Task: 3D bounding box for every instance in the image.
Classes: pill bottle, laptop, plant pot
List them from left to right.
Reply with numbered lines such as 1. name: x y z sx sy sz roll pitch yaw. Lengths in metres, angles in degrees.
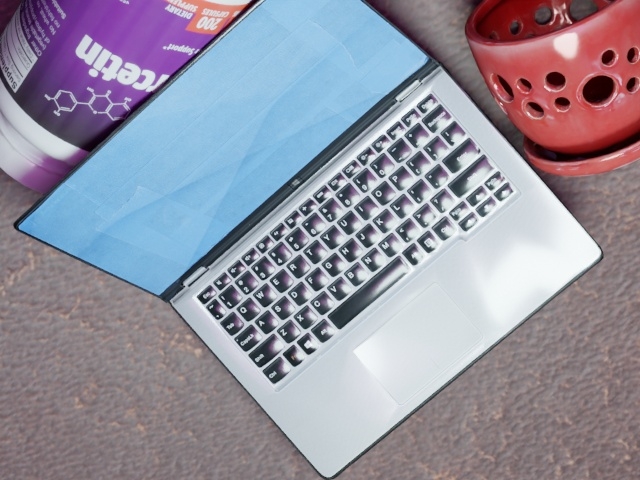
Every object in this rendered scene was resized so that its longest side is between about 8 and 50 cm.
1. pill bottle: -0.194 -0.193 1.758 0.181 0.181 0.323 29 124 -15
2. laptop: 0.000 0.000 1.813 0.382 0.236 0.408 -41 92 13
3. plant pot: 0.259 -0.172 1.857 0.191 0.191 0.174 -24 118 0
